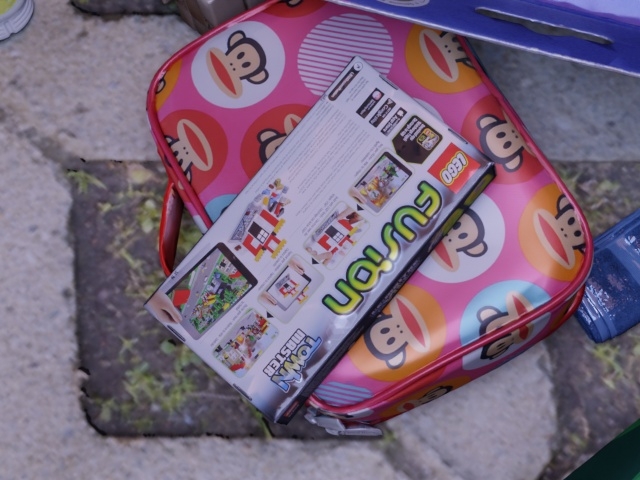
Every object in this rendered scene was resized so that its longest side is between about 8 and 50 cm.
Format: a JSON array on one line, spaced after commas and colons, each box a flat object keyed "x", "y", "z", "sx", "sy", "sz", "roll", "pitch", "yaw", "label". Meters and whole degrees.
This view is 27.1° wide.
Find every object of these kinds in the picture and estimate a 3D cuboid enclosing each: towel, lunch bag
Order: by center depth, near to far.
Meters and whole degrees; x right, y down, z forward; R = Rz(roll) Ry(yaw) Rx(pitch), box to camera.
[{"x": 0.016, "y": -0.025, "z": 0.900, "sx": 0.258, "sy": 0.120, "sz": 0.293, "roll": -28, "pitch": 74, "yaw": 0, "label": "lunch bag"}, {"x": 0.225, "y": 0.017, "z": 0.934, "sx": 0.119, "sy": 0.029, "sz": 0.067, "roll": -32, "pitch": 75, "yaw": -9, "label": "towel"}]

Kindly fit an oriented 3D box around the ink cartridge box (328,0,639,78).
[{"x": 0.163, "y": -0.204, "z": 0.882, "sx": 0.324, "sy": 0.330, "sz": 0.071, "roll": 15, "pitch": 117, "yaw": 5, "label": "ink cartridge box"}]

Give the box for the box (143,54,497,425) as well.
[{"x": 0.000, "y": 0.000, "z": 0.824, "sx": 0.114, "sy": 0.036, "sz": 0.207, "roll": 40, "pitch": 89, "yaw": 15, "label": "box"}]

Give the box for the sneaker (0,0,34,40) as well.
[{"x": -0.281, "y": -0.254, "z": 0.999, "sx": 0.081, "sy": 0.094, "sz": 0.208, "roll": -31, "pitch": 73, "yaw": -7, "label": "sneaker"}]

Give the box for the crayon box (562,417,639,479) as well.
[{"x": 0.306, "y": 0.234, "z": 0.721, "sx": 0.313, "sy": 0.106, "sz": 0.363, "roll": -42, "pitch": 91, "yaw": 14, "label": "crayon box"}]

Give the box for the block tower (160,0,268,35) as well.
[{"x": -0.163, "y": -0.283, "z": 0.998, "sx": 0.335, "sy": 0.097, "sz": 0.091, "roll": 42, "pitch": 79, "yaw": 15, "label": "block tower"}]
